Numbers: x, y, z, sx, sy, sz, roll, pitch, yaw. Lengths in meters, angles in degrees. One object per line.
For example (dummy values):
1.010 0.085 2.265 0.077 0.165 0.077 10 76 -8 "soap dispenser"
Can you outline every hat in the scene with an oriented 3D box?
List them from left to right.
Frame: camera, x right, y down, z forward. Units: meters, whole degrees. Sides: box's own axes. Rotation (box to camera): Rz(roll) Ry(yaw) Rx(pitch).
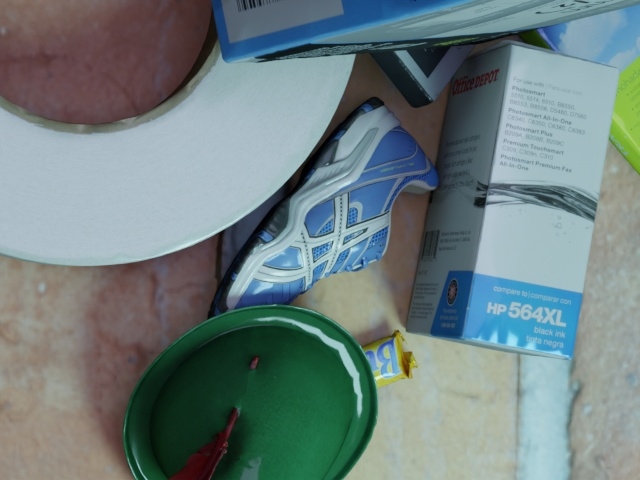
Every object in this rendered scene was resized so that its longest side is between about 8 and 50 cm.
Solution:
-0.040 0.166 1.276 0.208 0.183 0.173 -43 115 8 "hat"

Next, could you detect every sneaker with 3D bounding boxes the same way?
0.000 0.000 1.364 0.081 0.080 0.211 40 83 -6 "sneaker"

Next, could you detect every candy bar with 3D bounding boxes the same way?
-0.007 0.106 1.393 0.161 0.018 0.040 -20 94 -11 "candy bar"

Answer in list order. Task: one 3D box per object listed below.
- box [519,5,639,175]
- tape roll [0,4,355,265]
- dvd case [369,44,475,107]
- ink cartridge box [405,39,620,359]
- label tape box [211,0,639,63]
0.228 -0.140 1.435 0.109 0.042 0.178 -43 98 -11 "box"
-0.164 -0.176 1.333 0.392 0.072 0.392 0 89 -13 "tape roll"
0.045 -0.237 1.343 0.238 0.029 0.179 49 58 -22 "dvd case"
0.132 -0.026 1.358 0.086 0.148 0.203 12 87 -11 "ink cartridge box"
0.138 -0.191 1.231 0.348 0.249 0.115 -7 89 -39 "label tape box"
